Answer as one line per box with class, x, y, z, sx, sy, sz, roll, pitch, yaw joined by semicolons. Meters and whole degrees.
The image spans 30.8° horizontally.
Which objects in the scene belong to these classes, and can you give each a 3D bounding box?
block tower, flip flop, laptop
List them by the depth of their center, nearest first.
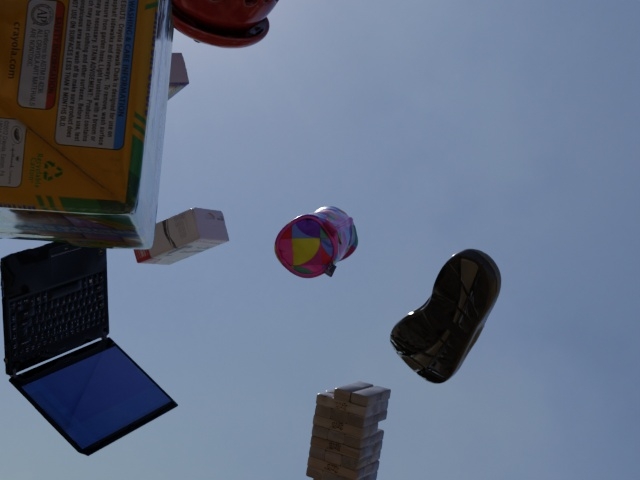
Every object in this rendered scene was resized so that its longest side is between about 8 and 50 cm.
flip flop;0.183;0.103;1.618;0.112;0.080;0.277;43;-42;17
laptop;-0.323;0.136;1.654;0.136;0.264;0.234;6;12;25
block tower;0.032;0.393;1.845;0.091;0.335;0.097;12;6;28

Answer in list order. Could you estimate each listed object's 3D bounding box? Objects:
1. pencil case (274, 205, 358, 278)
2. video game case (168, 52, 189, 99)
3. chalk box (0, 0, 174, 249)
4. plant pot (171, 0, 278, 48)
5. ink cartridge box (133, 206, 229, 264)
pencil case;0.000;0.000;1.800;0.104;0.104;0.236;17;8;6
video game case;-0.392;-0.238;1.957;0.244;0.061;0.269;-6;-13;-38
chalk box;-0.195;-0.093;0.795;0.179;0.180;0.289;4;-5;-4
plant pot;-0.143;-0.388;1.693;0.191;0.191;0.174;22;-56;-2
ink cartridge box;-0.239;-0.005;1.985;0.135;0.056;0.099;-21;-12;25
